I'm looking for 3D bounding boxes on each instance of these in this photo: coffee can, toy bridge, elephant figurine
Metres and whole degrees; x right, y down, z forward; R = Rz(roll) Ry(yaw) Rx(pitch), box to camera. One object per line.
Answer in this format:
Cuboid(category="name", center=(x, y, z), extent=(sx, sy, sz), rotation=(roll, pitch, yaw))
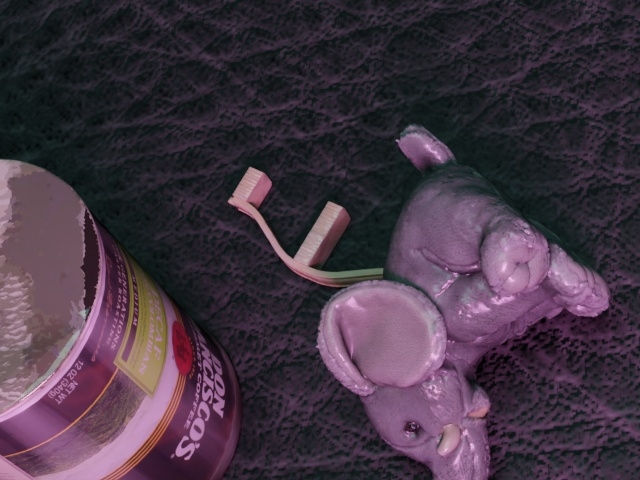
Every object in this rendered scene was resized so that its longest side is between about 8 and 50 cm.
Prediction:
Cuboid(category="coffee can", center=(-0.198, 0.091, 1.246), extent=(0.201, 0.275, 0.201), rotation=(-8, 63, 16))
Cuboid(category="toy bridge", center=(0.000, 0.000, 1.368), extent=(0.188, 0.026, 0.063), rotation=(23, 75, 28))
Cuboid(category="elephant figurine", center=(0.080, 0.077, 1.238), extent=(0.239, 0.169, 0.186), rotation=(-51, 29, 8))
